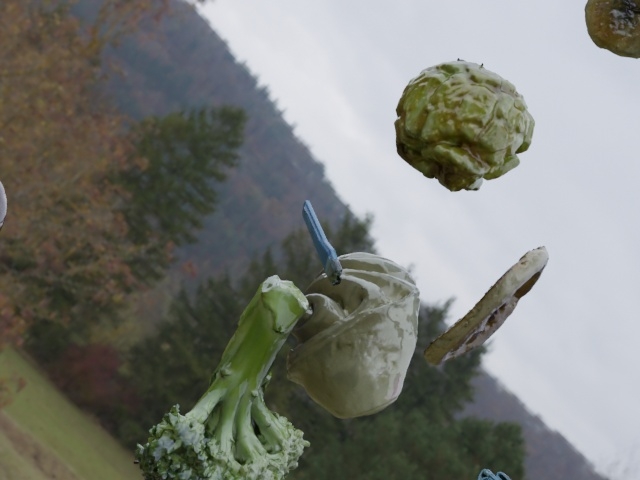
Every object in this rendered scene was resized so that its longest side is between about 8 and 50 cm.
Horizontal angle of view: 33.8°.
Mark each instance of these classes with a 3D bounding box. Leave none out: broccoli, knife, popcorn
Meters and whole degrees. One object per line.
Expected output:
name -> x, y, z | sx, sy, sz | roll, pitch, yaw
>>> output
broccoli -> -0.128, 0.282, 1.840 | 0.275, 0.397, 0.353 | 23, -23, -1
knife -> 0.002, 0.000, 1.956 | 0.296, 0.026, 0.044 | -112, -155, -57
popcorn -> 0.278, -0.236, 2.122 | 0.282, 0.247, 0.282 | 33, 10, -6

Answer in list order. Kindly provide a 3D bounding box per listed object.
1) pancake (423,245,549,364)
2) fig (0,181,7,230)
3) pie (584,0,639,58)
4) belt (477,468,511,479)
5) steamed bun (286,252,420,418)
pancake -> 0.371, 0.144, 2.282 | 0.065, 0.356, 0.356 | 44, -5, 15
fig -> -0.648, -0.057, 1.839 | 0.205, 0.205, 0.205 | 45, -5, 5
pie -> 0.699, -0.515, 2.406 | 0.218, 0.185, 0.052 | 61, 20, 9
belt -> 0.331, 0.475, 1.814 | 0.179, 0.100, 0.065 | 40, -14, 39
steamed bun -> 0.045, 0.193, 2.202 | 0.247, 0.352, 0.339 | 15, -12, -14
